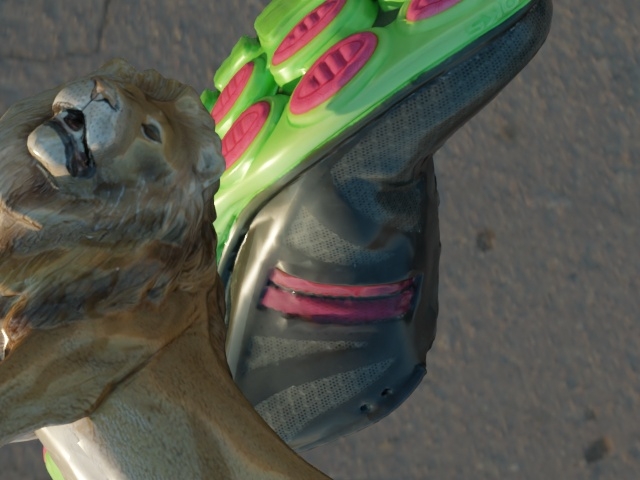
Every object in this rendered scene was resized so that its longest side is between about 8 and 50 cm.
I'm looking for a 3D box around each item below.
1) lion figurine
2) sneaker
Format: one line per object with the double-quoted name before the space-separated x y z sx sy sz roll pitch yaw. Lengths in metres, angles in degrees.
"lion figurine" -0.067 0.112 0.773 0.392 0.240 0.142 54 151 0
"sneaker" 0.000 0.000 1.010 0.202 0.185 0.483 24 124 -21
